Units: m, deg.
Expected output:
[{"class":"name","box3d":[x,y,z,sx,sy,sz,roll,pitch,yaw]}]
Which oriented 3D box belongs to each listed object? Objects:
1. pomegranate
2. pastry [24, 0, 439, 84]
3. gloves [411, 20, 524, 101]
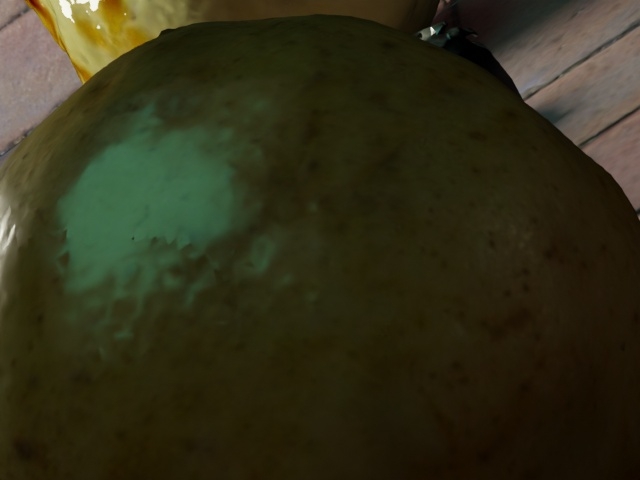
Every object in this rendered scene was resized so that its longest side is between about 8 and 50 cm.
[{"class":"pomegranate","box3d":[-0.008,0.053,0.605,0.260,0.260,0.260,-35,14,10]},{"class":"pastry","box3d":[-0.080,-0.238,1.535,0.388,0.388,0.313,-88,13,-72]},{"class":"gloves","box3d":[-0.005,0.027,0.841,0.312,0.210,0.135,-14,41,42]}]
